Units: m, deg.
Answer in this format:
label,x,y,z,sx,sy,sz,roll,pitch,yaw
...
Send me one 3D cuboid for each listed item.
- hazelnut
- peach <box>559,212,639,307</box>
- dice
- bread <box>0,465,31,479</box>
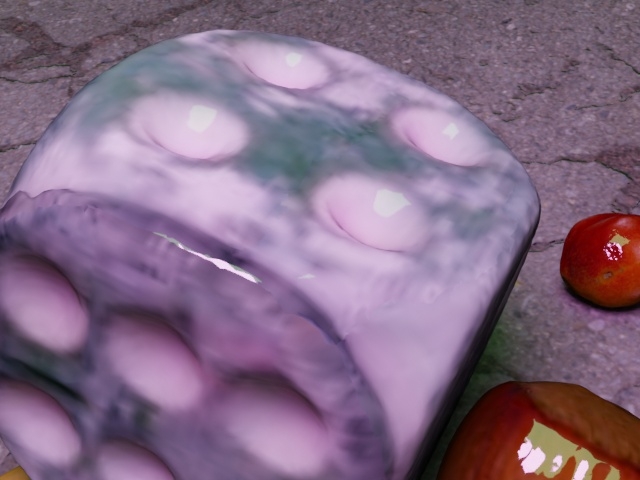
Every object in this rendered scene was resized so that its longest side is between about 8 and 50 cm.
label,x,y,z,sx,sy,sz,roll,pitch,yaw
hazelnut,0.187,0.214,0.779,0.210,0.210,0.186,4,21,9
peach,0.296,0.020,1.019,0.101,0.100,0.100,-3,44,2
dice,-0.044,0.053,0.785,0.328,0.330,0.348,26,33,13
bread,-0.223,0.248,0.832,0.173,0.085,0.134,-27,53,-23
